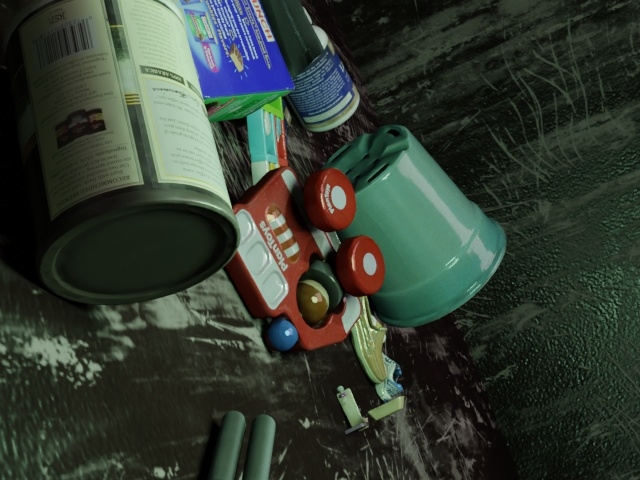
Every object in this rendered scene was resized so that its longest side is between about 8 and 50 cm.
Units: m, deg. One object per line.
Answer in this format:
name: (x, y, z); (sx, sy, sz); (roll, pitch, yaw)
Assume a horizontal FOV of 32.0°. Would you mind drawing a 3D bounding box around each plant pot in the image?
plant pot: (0.172, -0.048, 2.415); (0.334, 0.341, 0.341); (52, 18, -26)

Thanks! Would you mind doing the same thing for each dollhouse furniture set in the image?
dollhouse furniture set: (0.088, 0.273, 1.937); (0.081, 0.114, 0.091); (66, 14, 13)

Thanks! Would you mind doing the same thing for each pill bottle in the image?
pill bottle: (0.107, 0.187, 2.316); (0.083, 0.043, 0.043); (49, 22, -53)
pill bottle: (-0.031, -0.384, 2.492); (0.264, 0.153, 0.153); (57, 16, -38)

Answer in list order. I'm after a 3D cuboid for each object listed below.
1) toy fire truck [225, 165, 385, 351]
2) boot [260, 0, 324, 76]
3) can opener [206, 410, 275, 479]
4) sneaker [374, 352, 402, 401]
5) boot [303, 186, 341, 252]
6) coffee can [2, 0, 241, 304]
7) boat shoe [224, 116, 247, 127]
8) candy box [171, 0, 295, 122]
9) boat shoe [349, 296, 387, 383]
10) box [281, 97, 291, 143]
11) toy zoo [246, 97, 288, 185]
toy fire truck: (-0.045, 0.042, 1.750); (0.254, 0.169, 0.302); (-49, 120, -46)
boot: (-0.190, -0.528, 1.993); (0.367, 0.146, 0.445); (44, -10, 43)
can opener: (-0.099, 0.305, 1.266); (0.283, 0.076, 0.095); (-83, 180, -67)
sneaker: (0.136, 0.261, 2.272); (0.052, 0.058, 0.135); (50, 20, -53)
boot: (0.002, -0.001, 2.183); (0.190, 0.076, 0.208); (8, 67, -73)
coffee can: (-0.210, -0.100, 1.157); (0.201, 0.202, 0.275); (45, 26, -59)
boat shoe: (-0.180, -0.279, 1.860); (0.233, 0.084, 0.079); (56, 16, -51)
candy box: (-0.194, -0.312, 1.637); (0.317, 0.122, 0.268); (-21, 89, -62)
boat shoe: (0.099, 0.190, 2.211); (0.068, 0.072, 0.189); (-38, 105, -77)
box: (-0.109, -0.289, 2.280); (0.136, 0.037, 0.225); (-83, 149, -65)
toy zoo: (-0.089, -0.144, 1.962); (0.192, 0.030, 0.293); (-5, 90, -81)
